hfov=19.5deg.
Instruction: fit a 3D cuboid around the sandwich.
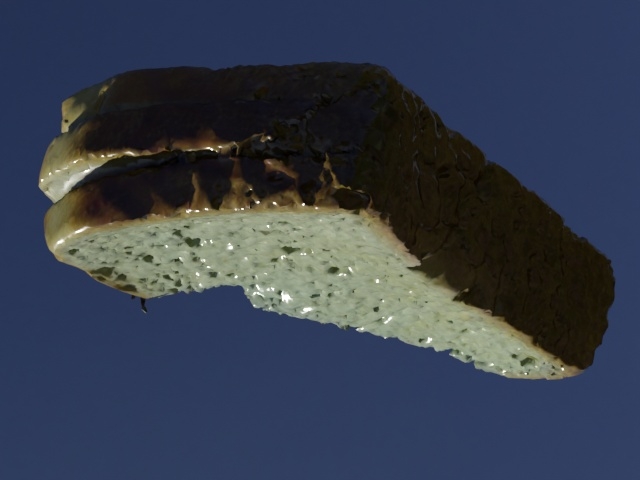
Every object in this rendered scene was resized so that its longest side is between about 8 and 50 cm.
[{"bbox_3d":[0.001,-0.005,1.074,0.288,0.254,0.099,33,-121,-47],"label":"sandwich"}]
